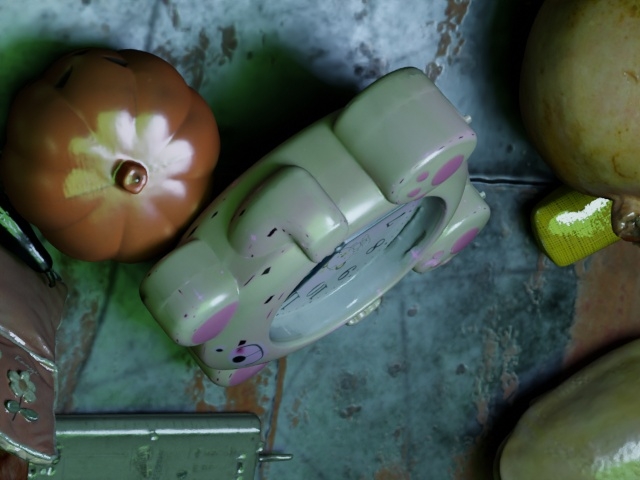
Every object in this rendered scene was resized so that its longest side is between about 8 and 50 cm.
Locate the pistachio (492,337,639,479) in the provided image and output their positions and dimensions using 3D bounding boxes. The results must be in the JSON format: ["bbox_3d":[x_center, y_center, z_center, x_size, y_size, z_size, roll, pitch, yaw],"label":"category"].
[{"bbox_3d":[0.308,0.227,1.807,0.260,0.163,0.212,-27,82,-9],"label":"pistachio"}]

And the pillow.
[{"bbox_3d":[-0.270,0.084,1.499,0.043,0.232,0.126,-34,126,24],"label":"pillow"}]

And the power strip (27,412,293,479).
[{"bbox_3d":[-0.150,0.209,1.686,0.268,0.034,0.092,1,107,-22],"label":"power strip"}]

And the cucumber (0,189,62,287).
[{"bbox_3d":[-0.279,-0.019,1.534,0.039,0.043,0.163,-44,105,-17],"label":"cucumber"}]

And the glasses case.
[{"bbox_3d":[0.313,-0.056,1.763,0.234,0.064,0.079,-32,115,-9],"label":"glasses case"}]

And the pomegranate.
[{"bbox_3d":[0.305,-0.128,1.630,0.252,0.229,0.270,15,89,4],"label":"pomegranate"}]

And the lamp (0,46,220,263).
[{"bbox_3d":[-0.176,-0.070,1.508,0.188,0.164,0.187,-6,108,-17],"label":"lamp"}]

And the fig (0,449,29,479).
[{"bbox_3d":[-0.366,0.187,1.494,0.263,0.224,0.224,21,99,-33],"label":"fig"}]

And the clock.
[{"bbox_3d":[0.000,0.000,1.564,0.309,0.284,0.114,-38,73,-3],"label":"clock"}]
